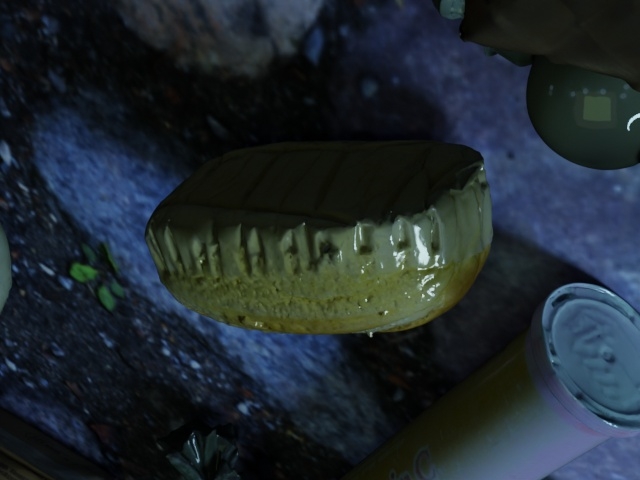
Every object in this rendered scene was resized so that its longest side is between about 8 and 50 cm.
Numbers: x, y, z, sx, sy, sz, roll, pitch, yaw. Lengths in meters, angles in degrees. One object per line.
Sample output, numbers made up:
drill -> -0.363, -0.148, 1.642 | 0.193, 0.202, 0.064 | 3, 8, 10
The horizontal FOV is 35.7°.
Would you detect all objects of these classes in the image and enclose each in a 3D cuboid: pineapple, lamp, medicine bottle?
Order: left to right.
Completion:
pineapple -> -0.089, 0.296, 0.971 | 0.128, 0.128, 0.248 | -16, 100, 40
medicine bottle -> 0.093, 0.183, 0.796 | 0.108, 0.108, 0.426 | 40, 137, 0
lamp -> 0.129, -0.110, 0.563 | 0.163, 0.091, 0.091 | 41, 138, 21

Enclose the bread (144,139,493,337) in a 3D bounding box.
bread -> 0.000, 0.000, 0.682 | 0.236, 0.140, 0.106 | 1, 121, 32

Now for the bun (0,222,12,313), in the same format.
bun -> -0.419, 0.016, 0.952 | 0.259, 0.160, 0.259 | 15, 128, 19

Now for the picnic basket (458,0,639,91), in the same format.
picnic basket -> 0.215, -0.180, 0.321 | 0.321, 0.254, 0.291 | 23, 136, 34

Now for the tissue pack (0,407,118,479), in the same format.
tissue pack -> -0.409, 0.296, 1.149 | 0.305, 0.238, 0.238 | 27, 134, 11
